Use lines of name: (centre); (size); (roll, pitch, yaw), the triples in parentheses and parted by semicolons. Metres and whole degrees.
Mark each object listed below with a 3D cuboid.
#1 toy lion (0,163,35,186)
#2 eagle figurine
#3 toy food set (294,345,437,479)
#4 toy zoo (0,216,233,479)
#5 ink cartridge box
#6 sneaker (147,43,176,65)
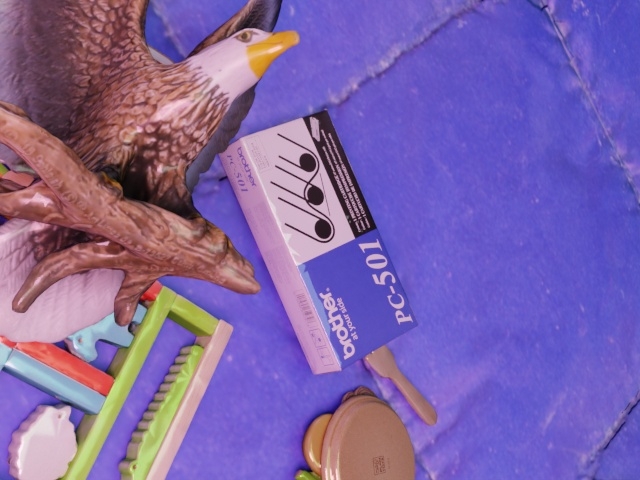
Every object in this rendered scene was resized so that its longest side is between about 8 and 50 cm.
toy lion: (-0.241, -0.040, 0.539); (0.096, 0.034, 0.100); (45, 59, -14)
eagle figurine: (-0.112, -0.095, 0.542); (0.225, 0.226, 0.298); (-5, 47, -10)
toy food set: (0.035, 0.195, 0.743); (0.132, 0.038, 0.192); (52, 46, -25)
toy zoo: (-0.215, 0.073, 0.575); (0.293, 0.030, 0.192); (37, 62, -26)
ink cartridge box: (0.000, 0.000, 0.726); (0.097, 0.046, 0.207); (-25, 93, -36)
sneaker: (-0.153, -0.125, 0.646); (0.118, 0.042, 0.067); (40, 58, -17)
